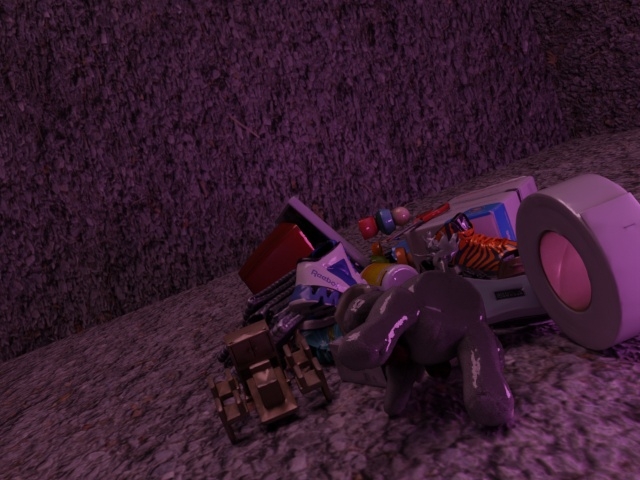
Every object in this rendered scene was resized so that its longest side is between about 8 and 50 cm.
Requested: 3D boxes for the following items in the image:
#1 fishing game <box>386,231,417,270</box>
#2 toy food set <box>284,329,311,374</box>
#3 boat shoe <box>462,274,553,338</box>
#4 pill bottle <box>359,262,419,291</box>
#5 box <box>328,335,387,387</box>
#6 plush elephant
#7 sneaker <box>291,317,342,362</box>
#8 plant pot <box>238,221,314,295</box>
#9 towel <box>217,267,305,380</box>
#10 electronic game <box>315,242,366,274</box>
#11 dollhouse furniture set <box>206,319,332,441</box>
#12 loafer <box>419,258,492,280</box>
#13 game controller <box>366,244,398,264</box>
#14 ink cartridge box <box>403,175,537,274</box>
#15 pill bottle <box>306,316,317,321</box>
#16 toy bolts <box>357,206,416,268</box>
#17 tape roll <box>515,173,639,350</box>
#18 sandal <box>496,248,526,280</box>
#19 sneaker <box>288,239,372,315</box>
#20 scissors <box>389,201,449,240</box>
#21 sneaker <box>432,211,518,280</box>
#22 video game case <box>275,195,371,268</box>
[{"bbox_3d":[0.329,0.032,2.292,0.189,0.041,0.264,-21,27,-7],"label":"fishing game"},{"bbox_3d":[-0.058,0.262,1.576,0.078,0.019,0.122,-52,33,8],"label":"toy food set"},{"bbox_3d":[0.331,0.131,1.340,0.306,0.105,0.113,-11,49,0],"label":"boat shoe"},{"bbox_3d":[0.181,0.120,1.883,0.117,0.117,0.215,-23,8,-19],"label":"pill bottle"},{"bbox_3d":[0.182,0.196,1.439,0.290,0.087,0.169,-24,9,-31],"label":"box"},{"bbox_3d":[0.156,0.174,1.165,0.272,0.255,0.330,17,48,-2],"label":"plush elephant"},{"bbox_3d":[0.039,0.238,1.589,0.275,0.107,0.110,-21,25,36],"label":"sneaker"},{"bbox_3d":[-0.117,0.118,2.245,0.236,0.267,0.267,-38,10,-8],"label":"plant pot"},{"bbox_3d":[-0.126,0.206,1.754,0.235,0.121,0.284,-51,-9,31],"label":"towel"},{"bbox_3d":[0.082,0.077,2.164,0.048,0.229,0.229,-57,16,-10],"label":"electronic game"},{"bbox_3d":[-0.108,0.303,1.418,0.212,0.161,0.242,-21,29,-9],"label":"dollhouse furniture set"},{"bbox_3d":[0.329,0.099,1.723,0.109,0.095,0.302,-23,8,-19],"label":"loafer"},{"bbox_3d":[0.265,0.056,2.423,0.319,0.067,0.166,-21,-7,-10],"label":"game controller"},{"bbox_3d":[0.478,-0.041,2.074,0.285,0.166,0.395,-15,10,37],"label":"ink cartridge box"},{"bbox_3d":[-0.044,0.178,2.042,0.221,0.124,0.124,-24,8,-25],"label":"pill bottle"},{"bbox_3d":[0.230,0.001,2.169,0.158,0.228,0.218,-19,10,10],"label":"toy bolts"},{"bbox_3d":[0.446,0.035,1.149,0.100,0.286,0.286,-21,7,-9],"label":"tape roll"},{"bbox_3d":[0.441,0.047,1.508,0.302,0.086,0.120,-52,12,-4],"label":"sandal"},{"bbox_3d":[0.059,0.096,1.675,0.316,0.182,0.127,16,-26,-39],"label":"sneaker"},{"bbox_3d":[0.293,-0.059,1.999,0.109,0.021,0.297,-18,7,31],"label":"scissors"},{"bbox_3d":[0.421,0.009,1.802,0.321,0.180,0.124,-15,10,37],"label":"sneaker"},{"bbox_3d":[0.000,0.000,2.309,0.036,0.329,0.300,-50,3,-15],"label":"video game case"}]
